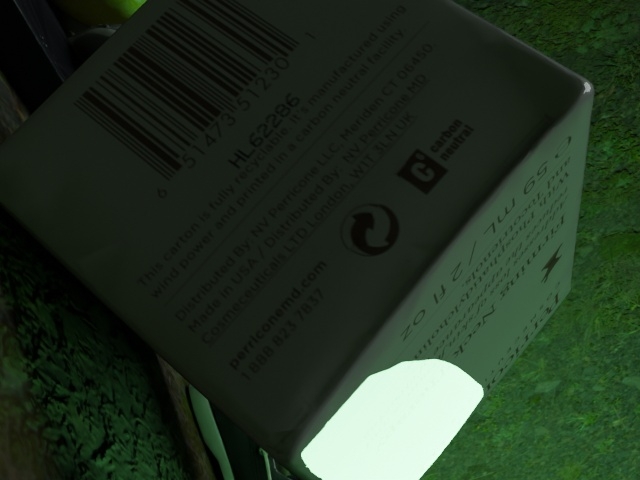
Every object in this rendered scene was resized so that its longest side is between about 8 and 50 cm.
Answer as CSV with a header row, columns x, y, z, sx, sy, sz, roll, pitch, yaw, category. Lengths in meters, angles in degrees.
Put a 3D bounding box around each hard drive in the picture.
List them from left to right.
x,y,z,sx,sy,sz,roll,pitch,yaw,category
-0.307,-0.221,0.992,0.172,0.054,0.255,-115,180,-49,hard drive

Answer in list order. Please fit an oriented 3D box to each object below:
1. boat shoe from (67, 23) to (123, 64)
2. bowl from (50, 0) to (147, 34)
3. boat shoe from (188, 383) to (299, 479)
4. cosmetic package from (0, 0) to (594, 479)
x,y,z,sx,sy,sz,roll,pitch,yaw,category
-0.246,-0.228,1.137,0.227,0.081,0.079,12,-43,52,boat shoe
-0.312,-0.385,1.405,0.156,0.289,0.290,-59,-139,35,bowl
-0.053,0.273,1.053,0.114,0.091,0.303,64,0,-73,boat shoe
0.000,0.000,0.830,0.327,0.329,0.394,37,-11,23,cosmetic package
